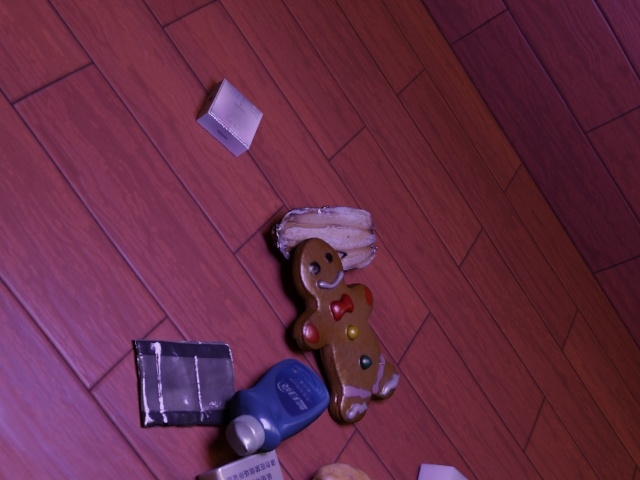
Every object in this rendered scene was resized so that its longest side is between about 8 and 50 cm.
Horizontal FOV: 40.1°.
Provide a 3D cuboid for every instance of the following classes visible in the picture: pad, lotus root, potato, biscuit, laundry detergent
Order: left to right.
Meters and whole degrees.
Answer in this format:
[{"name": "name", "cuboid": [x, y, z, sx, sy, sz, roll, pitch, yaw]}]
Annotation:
[{"name": "pad", "cuboid": [-0.255, 0.274, 1.706, 0.233, 0.022, 0.174, 10, 62, -45]}, {"name": "laundry detergent", "cuboid": [-0.096, 0.339, 1.752, 0.143, 0.094, 0.290, 48, 27, 9]}, {"name": "lotus root", "cuboid": [-0.001, 0.000, 2.110, 0.329, 0.078, 0.167, 5, 80, -43]}, {"name": "biscuit", "cuboid": [0.052, 0.196, 2.015, 0.283, 0.064, 0.432, -26, 100, -49]}, {"name": "potato", "cuboid": [0.053, 0.533, 1.845, 0.178, 0.109, 0.118, 33, 25, -40]}]

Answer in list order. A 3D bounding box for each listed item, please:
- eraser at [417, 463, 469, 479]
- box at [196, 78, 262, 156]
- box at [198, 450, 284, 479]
[{"name": "eraser", "cuboid": [0.287, 0.732, 2.022, 0.213, 0.082, 0.397, 45, 42, -24]}, {"name": "box", "cuboid": [-0.210, -0.288, 2.052, 0.130, 0.051, 0.129, 41, 44, -25]}, {"name": "box", "cuboid": [-0.121, 0.542, 1.667, 0.168, 0.071, 0.259, -8, 75, -51]}]
